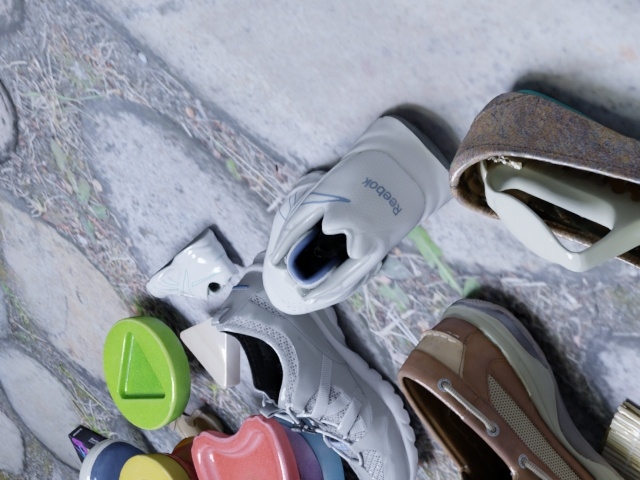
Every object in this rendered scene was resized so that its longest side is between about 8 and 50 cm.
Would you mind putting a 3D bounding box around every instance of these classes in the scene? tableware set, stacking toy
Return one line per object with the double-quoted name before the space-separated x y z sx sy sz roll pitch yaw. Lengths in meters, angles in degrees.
"tableware set" -0.124 0.266 1.795 0.168 0.020 0.141 48 150 -1
"stacking toy" -0.106 0.205 1.647 0.309 0.130 0.279 -11 92 46

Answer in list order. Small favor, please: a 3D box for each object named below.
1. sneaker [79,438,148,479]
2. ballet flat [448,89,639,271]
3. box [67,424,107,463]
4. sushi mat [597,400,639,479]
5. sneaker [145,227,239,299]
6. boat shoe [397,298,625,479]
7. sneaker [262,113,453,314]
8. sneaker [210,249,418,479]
"sneaker" -0.178 0.400 1.931 0.148 0.131 0.350 -6 126 47
"ballet flat" 0.218 -0.005 0.957 0.316 0.106 0.107 23 142 35
"box" -0.284 0.336 2.073 0.162 0.029 0.116 17 137 39
"sushi mat" 0.355 0.257 1.172 0.316 0.019 0.151 33 148 24
"sneaker" -0.135 0.040 1.516 0.061 0.054 0.152 48 149 -5
"boat shoe" 0.171 0.208 1.223 0.324 0.116 0.123 56 153 -2
"sneaker" 0.000 0.000 1.221 0.111 0.129 0.297 44 151 3
"sneaker" -0.012 0.150 1.420 0.281 0.115 0.105 55 149 -12
